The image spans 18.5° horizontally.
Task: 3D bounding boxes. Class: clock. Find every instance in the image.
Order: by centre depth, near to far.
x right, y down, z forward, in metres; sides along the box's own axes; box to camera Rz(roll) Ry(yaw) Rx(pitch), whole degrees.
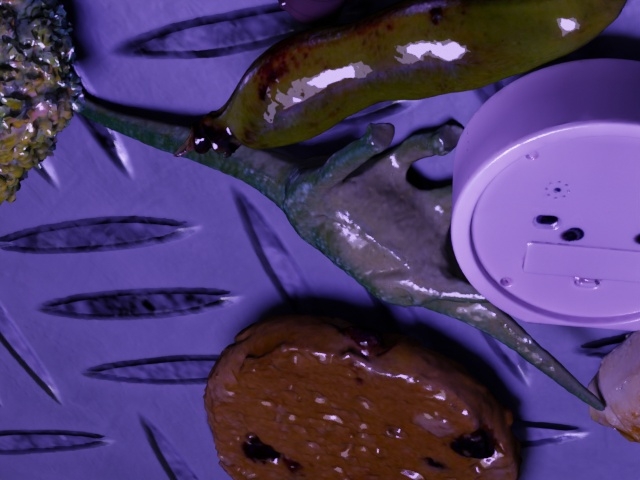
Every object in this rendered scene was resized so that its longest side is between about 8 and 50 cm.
[{"bbox_3d":[0.186,-0.027,1.316,0.197,0.068,0.197,2,135,2],"label":"clock"}]

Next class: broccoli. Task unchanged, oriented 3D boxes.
[{"bbox_3d":[-0.284,-0.111,1.464,0.194,0.194,0.219,2,125,30],"label":"broccoli"}]

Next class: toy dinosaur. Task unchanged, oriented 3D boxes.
[{"bbox_3d":[0.000,0.000,1.493,0.301,0.087,0.447,-24,110,44],"label":"toy dinosaur"}]

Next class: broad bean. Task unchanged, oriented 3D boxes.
[{"bbox_3d":[0.043,-0.120,1.315,0.339,0.061,0.077,-15,125,25],"label":"broad bean"}]

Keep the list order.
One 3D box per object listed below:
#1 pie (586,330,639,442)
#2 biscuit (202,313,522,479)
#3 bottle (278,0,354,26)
[{"bbox_3d":[0.289,0.091,1.424,0.128,0.068,0.282,36,143,1],"label":"pie"},{"bbox_3d":[0.036,0.162,1.648,0.296,0.075,0.296,13,140,12],"label":"biscuit"},{"bbox_3d":[0.010,-0.209,1.290,0.060,0.060,0.164,25,141,6],"label":"bottle"}]
